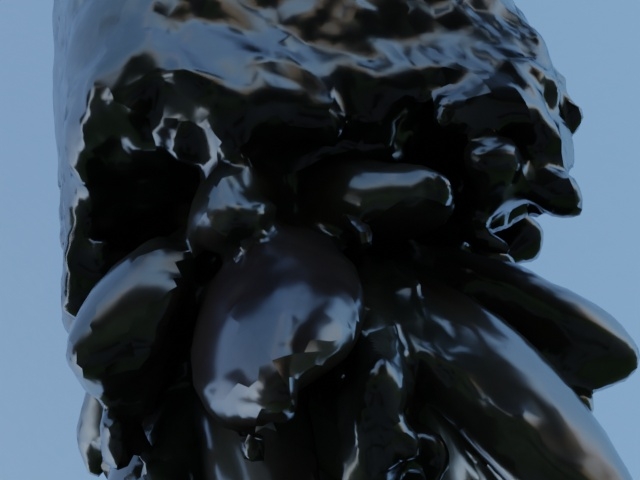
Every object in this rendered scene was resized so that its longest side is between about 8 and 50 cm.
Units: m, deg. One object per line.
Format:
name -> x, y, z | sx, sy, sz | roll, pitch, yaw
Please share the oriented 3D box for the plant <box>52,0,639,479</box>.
plant -> 0.000, 0.000, 0.508 | 0.181, 0.194, 0.321 | -6, -124, -12
